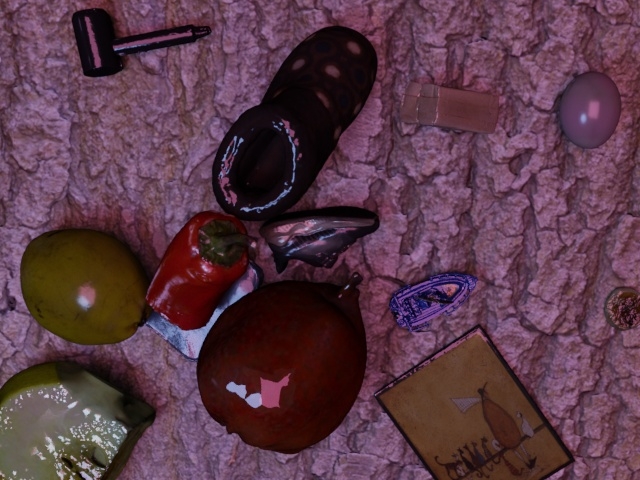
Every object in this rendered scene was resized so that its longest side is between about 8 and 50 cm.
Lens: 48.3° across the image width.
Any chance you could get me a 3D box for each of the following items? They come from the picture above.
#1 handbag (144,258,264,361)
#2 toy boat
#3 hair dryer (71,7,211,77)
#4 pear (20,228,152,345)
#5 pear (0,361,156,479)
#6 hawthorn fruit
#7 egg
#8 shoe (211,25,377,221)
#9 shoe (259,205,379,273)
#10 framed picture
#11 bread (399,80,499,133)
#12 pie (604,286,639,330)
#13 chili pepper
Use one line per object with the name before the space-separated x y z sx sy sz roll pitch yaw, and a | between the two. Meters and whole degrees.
handbag | -0.234 0.103 1.379 0.179 0.062 0.229 39 99 -2
toy boat | 0.215 0.111 1.328 0.175 0.110 0.091 -26 96 5
hair dryer | -0.327 -0.382 1.313 0.247 0.070 0.114 -12 98 1
pear | -0.434 0.084 1.317 0.269 0.212 0.212 31 99 11
pear | -0.499 0.370 1.384 0.281 0.176 0.287 30 95 1
hawthorn fruit | -0.068 0.215 1.276 0.308 0.308 0.325 24 64 0
egg | 0.477 -0.230 1.263 0.103 0.103 0.135 1 100 3
shoe | -0.044 -0.205 1.232 0.171 0.237 0.384 35 99 -2
shoe | 0.000 0.000 1.338 0.227 0.099 0.112 -4 105 8
framed picture | 0.304 0.369 1.409 0.255 0.014 0.339 -35 95 8
bread | 0.239 -0.243 1.318 0.152 0.105 0.077 5 100 -29
pie | 0.579 0.129 1.354 0.085 0.017 0.085 0 98 3
chili pepper | -0.183 0.020 1.192 0.134 0.131 0.338 38 138 -1
